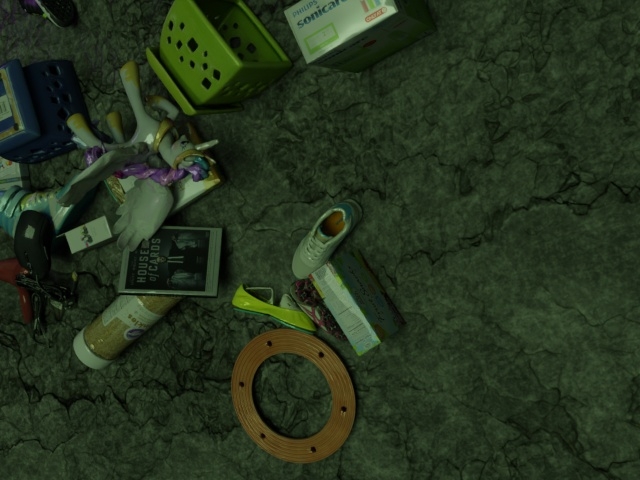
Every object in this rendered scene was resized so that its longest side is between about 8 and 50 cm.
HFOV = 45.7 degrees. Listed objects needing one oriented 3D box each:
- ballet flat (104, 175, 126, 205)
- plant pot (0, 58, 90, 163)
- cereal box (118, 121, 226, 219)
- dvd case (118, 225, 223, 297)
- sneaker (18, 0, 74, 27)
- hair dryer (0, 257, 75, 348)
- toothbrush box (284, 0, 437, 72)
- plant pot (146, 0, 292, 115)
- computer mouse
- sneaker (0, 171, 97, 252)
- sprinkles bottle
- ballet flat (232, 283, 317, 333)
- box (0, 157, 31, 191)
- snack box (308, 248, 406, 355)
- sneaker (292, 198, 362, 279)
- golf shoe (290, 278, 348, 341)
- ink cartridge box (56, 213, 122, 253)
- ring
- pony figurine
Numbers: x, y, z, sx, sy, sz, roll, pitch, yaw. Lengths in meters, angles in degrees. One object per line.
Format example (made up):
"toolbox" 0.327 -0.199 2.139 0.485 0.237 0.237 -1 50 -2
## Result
"ballet flat" -0.488 -0.097 1.960 0.067 0.073 0.206 -30 88 9
"plant pot" -0.771 -0.335 1.973 0.236 0.212 0.236 -16 89 25
"cereal box" -0.376 -0.160 1.892 0.240 0.047 0.173 -31 85 14
"dvd case" -0.363 0.050 1.853 0.239 0.029 0.179 2 69 -2
"sneaker" -0.736 -0.629 2.006 0.234 0.084 0.097 48 136 12
"hair dryer" -0.839 0.153 2.140 0.293 0.080 0.223 43 112 13
"toothbrush box" 0.089 -0.445 1.539 0.206 0.283 0.122 -24 86 24
"plant pot" -0.242 -0.411 1.728 0.207 0.228 0.227 -41 81 29
"computer mouse" -0.724 0.055 1.990 0.184 0.060 0.262 21 122 4
"sneaker" -0.748 -0.106 2.021 0.208 0.127 0.319 43 111 -2
"sprinkles bottle" -0.490 0.193 1.969 0.355 0.121 0.121 -40 80 23
"ballet flat" -0.108 0.157 1.825 0.231 0.077 0.077 16 89 23
"box" -0.891 -0.208 2.138 0.145 0.038 0.186 -5 94 23
"snack box" 0.084 0.133 1.678 0.070 0.174 0.207 -37 81 25
"sneaker" 0.000 0.000 1.743 0.087 0.092 0.228 41 112 12
"golf shoe" 0.005 0.162 1.784 0.067 0.086 0.186 -44 94 -17
"ink cartridge box" -0.589 -0.015 1.993 0.181 0.104 0.061 -19 89 26
"ring" -0.067 0.377 1.857 0.337 0.032 0.336 4 99 23
"pony figurine" -0.437 -0.195 1.764 0.351 0.303 0.363 -43 61 1
